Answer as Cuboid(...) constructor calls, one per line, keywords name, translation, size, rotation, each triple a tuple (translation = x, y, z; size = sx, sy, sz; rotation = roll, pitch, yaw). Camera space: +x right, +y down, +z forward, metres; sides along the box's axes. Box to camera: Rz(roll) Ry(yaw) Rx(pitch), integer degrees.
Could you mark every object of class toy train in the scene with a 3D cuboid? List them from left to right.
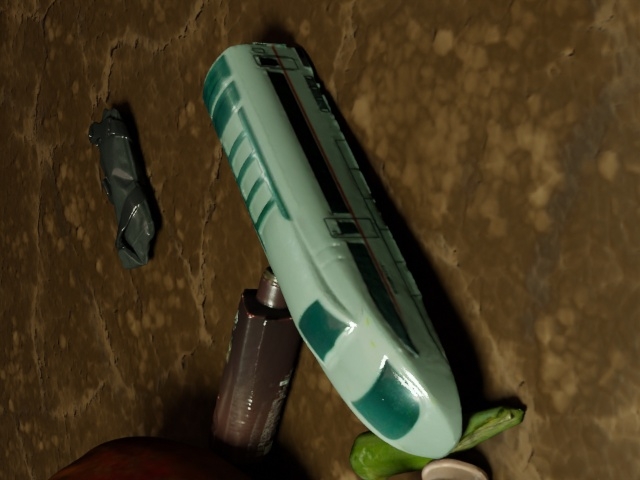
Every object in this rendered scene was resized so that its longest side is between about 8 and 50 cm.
Cuboid(name="toy train", translation=(0.000, 0.000, 0.915), size=(0.086, 0.088, 0.407), rotation=(-55, 46, 38))

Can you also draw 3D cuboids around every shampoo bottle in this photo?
Cuboid(name="shampoo bottle", translation=(-0.055, 0.101, 1.043), size=(0.068, 0.067, 0.236), rotation=(43, 126, 52))

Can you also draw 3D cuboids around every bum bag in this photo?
Cuboid(name="bum bag", translation=(-0.232, -0.064, 1.270), size=(0.087, 0.049, 0.197), rotation=(-38, 64, 52))

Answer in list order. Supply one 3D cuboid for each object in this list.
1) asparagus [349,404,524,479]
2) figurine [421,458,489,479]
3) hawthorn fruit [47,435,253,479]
Cuboid(name="asparagus", translation=(0.092, 0.162, 0.883), size=(0.041, 0.045, 0.178), rotation=(52, 141, -11))
Cuboid(name="figurine", translation=(0.115, 0.292, 0.790), size=(0.276, 0.133, 0.200), rotation=(61, 139, 30))
Cuboid(name="hawthorn fruit", translation=(-0.148, 0.342, 1.013), size=(0.325, 0.308, 0.308), rotation=(31, 117, 37))
